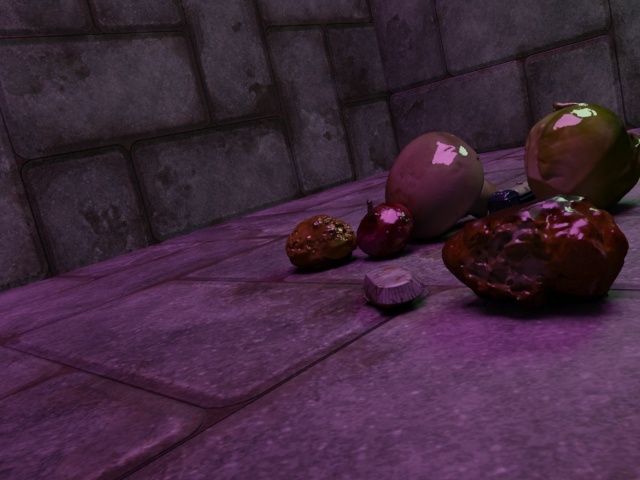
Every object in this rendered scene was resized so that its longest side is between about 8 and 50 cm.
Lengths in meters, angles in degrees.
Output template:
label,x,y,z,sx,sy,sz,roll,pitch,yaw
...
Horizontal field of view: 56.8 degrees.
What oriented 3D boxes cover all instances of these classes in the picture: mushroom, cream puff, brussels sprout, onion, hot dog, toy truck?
label,x,y,z,sx,sy,sz,roll,pitch,yaw
mushroom,0.325,-0.121,1.549,0.290,0.293,0.292,24,-12,-31
cream puff,0.325,0.012,0.887,0.240,0.155,0.269,-14,7,-10
brussels sprout,0.601,-0.186,1.371,0.294,0.259,0.227,-44,13,-21
cream puff,0.000,0.000,1.489,0.189,0.130,0.189,-16,9,3
onion,0.141,-0.043,1.410,0.150,0.140,0.150,-19,48,22
hot dog,0.126,0.082,1.062,0.099,0.053,0.192,-13,6,-8
toy truck,0.507,-0.103,1.514,0.201,0.088,0.074,-21,14,-39

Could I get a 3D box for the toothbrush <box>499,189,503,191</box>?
label,x,y,z,sx,sy,sz,roll,pitch,yaw
toothbrush,0.568,-0.129,1.784,0.030,0.030,0.304,-11,8,10
